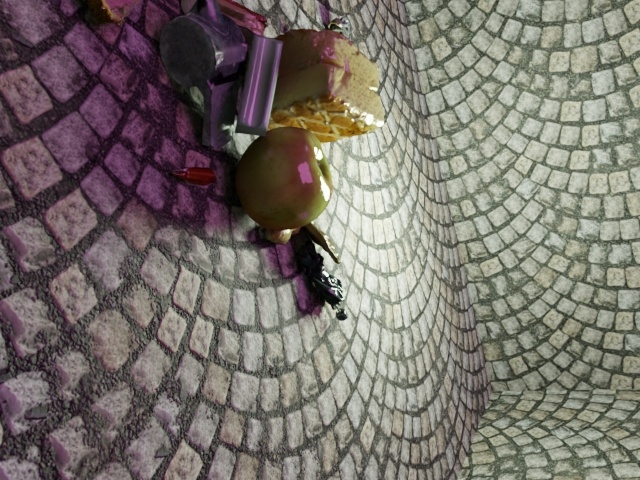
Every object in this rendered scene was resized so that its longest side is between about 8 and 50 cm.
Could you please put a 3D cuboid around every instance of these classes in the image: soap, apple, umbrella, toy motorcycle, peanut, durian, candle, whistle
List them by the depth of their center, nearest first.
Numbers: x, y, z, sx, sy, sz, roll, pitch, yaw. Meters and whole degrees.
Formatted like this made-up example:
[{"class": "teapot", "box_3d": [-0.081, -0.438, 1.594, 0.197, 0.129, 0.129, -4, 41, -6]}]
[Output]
[{"class": "durian", "box_3d": [-0.523, -0.603, 1.412, 0.140, 0.078, 0.224, 54, 26, -17]}, {"class": "candle", "box_3d": [-0.356, -0.184, 1.590, 0.162, 0.048, 0.053, -3, 101, -60]}, {"class": "whistle", "box_3d": [-0.307, -0.478, 1.621, 0.168, 0.188, 0.404, -45, 121, -55]}, {"class": "soap", "box_3d": [-0.185, -0.451, 1.689, 0.173, 0.095, 0.289, 142, -43, -76]}, {"class": "apple", "box_3d": [-0.116, -0.189, 1.768, 0.319, 0.277, 0.319, -18, 90, -73]}, {"class": "peanut", "box_3d": [-0.123, -0.038, 1.912, 0.193, 0.089, 0.089, -37, 113, -56]}, {"class": "umbrella", "box_3d": [0.022, 0.153, 2.072, 0.349, 0.094, 0.143, 61, 18, -23]}, {"class": "toy motorcycle", "box_3d": [0.081, -0.889, 2.513, 0.130, 0.094, 0.229, 1, 93, -55]}]

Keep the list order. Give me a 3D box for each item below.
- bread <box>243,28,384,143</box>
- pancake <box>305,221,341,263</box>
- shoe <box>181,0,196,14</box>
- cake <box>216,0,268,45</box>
[{"class": "bread", "box_3d": [-0.023, -0.510, 1.939, 0.390, 0.371, 0.279, 15, 73, -54]}, {"class": "pancake", "box_3d": [0.000, 0.000, 2.042, 0.242, 0.050, 0.242, 50, 4, -5]}, {"class": "shoe", "box_3d": [-0.353, -0.802, 1.721, 0.095, 0.110, 0.265, 24, 64, -54]}, {"class": "cake", "box_3d": [-0.263, -0.728, 1.843, 0.220, 0.117, 0.086, 33, 60, -53]}]
